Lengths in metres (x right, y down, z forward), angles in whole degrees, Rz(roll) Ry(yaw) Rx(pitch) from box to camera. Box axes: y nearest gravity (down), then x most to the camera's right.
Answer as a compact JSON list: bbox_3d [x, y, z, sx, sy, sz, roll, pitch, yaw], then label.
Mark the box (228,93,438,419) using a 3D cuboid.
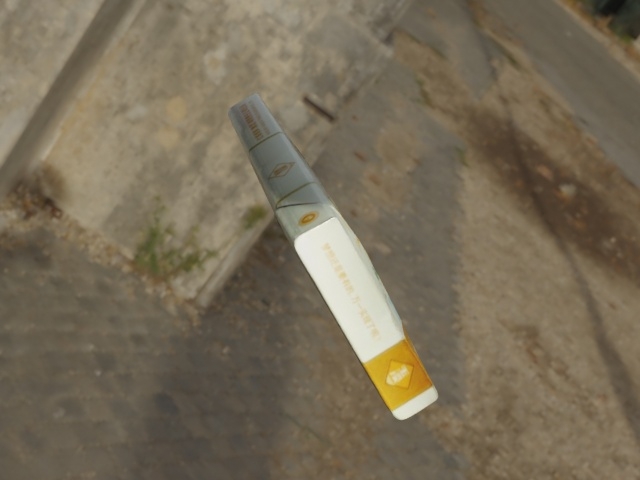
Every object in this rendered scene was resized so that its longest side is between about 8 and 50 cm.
[{"bbox_3d":[0.001,0.000,0.645,0.122,0.032,0.220,60,0,-26],"label":"box"}]
